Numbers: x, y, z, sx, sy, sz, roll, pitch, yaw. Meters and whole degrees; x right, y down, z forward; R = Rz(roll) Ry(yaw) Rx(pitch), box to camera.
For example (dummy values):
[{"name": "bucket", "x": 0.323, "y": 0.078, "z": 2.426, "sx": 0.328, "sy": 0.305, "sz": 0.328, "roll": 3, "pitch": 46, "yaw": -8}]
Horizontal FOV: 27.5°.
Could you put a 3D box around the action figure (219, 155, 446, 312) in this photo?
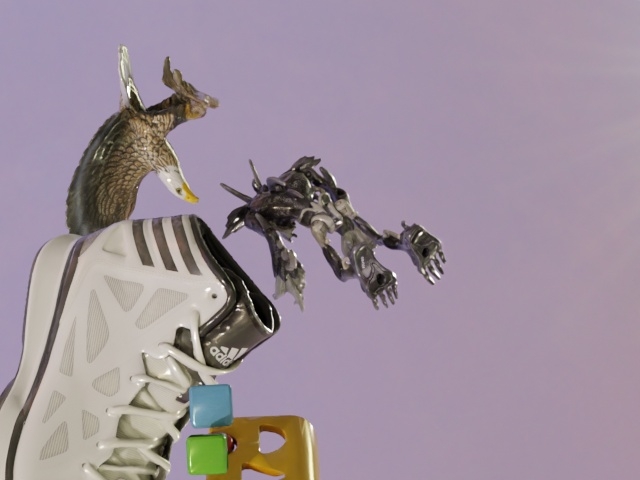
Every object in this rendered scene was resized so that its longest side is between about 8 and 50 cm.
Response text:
[{"name": "action figure", "x": 0.000, "y": 0.000, "z": 1.488, "sx": 0.164, "sy": 0.141, "sz": 0.276, "roll": -35, "pitch": -140, "yaw": -27}]

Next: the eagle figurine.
[{"name": "eagle figurine", "x": -0.278, "y": -0.113, "z": 1.935, "sx": 0.225, "sy": 0.298, "sz": 0.226, "roll": 51, "pitch": -172, "yaw": 36}]

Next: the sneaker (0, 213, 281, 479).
[{"name": "sneaker", "x": -0.178, "y": 0.157, "z": 1.300, "sx": 0.169, "sy": 0.257, "sz": 0.447, "roll": 40, "pitch": -139, "yaw": -47}]

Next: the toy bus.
[{"name": "toy bus", "x": -0.038, "y": 0.215, "z": 0.964, "sx": 0.104, "sy": 0.191, "sz": 0.202, "roll": -4, "pitch": -108, "yaw": -1}]
